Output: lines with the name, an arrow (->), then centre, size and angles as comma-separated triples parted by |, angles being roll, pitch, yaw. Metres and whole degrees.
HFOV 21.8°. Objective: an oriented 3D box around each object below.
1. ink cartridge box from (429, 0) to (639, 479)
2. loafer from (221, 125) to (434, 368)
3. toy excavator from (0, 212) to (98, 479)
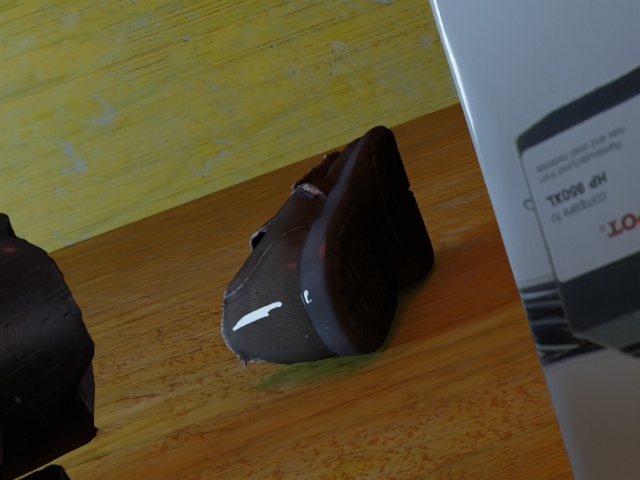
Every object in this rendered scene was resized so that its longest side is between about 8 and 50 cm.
ink cartridge box -> 0.178, -0.061, 0.541 | 0.166, 0.395, 0.285 | -11, 13, 33
loafer -> 0.000, 0.000, 1.346 | 0.130, 0.134, 0.366 | -17, 10, 17
toy excavator -> -0.290, 0.126, 0.844 | 0.222, 0.433, 0.445 | -25, 39, -27
